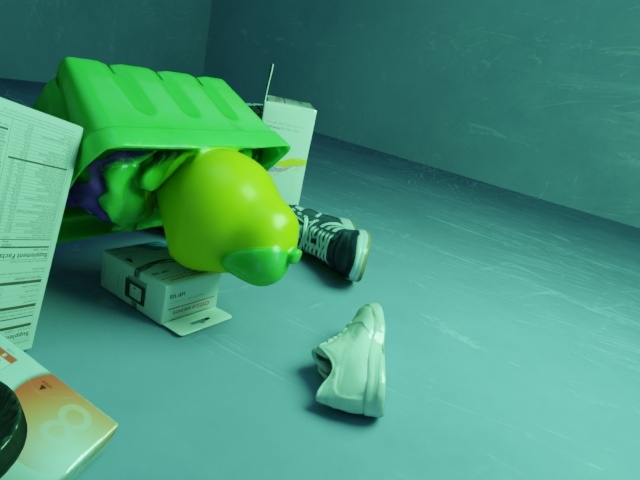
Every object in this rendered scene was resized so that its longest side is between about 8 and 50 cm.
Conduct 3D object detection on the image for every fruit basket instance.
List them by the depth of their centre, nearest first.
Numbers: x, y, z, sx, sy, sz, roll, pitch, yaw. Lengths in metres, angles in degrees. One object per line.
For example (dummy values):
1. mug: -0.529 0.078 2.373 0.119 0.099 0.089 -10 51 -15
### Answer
1. fruit basket: -0.197 -0.064 0.756 0.392 0.282 0.392 32 40 -32

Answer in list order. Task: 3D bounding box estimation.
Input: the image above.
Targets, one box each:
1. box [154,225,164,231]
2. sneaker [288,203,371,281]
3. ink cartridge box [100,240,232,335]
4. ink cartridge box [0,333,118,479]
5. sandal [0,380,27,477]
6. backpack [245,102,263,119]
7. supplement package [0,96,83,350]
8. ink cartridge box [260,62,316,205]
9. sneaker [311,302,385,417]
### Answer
1. box: -0.274 -0.098 1.053 0.232 0.059 0.184 17 57 16
2. sneaker: 0.000 0.000 1.008 0.153 0.099 0.282 14 11 -10
3. ink cartridge box: -0.220 0.063 0.748 0.180 0.060 0.104 22 20 30
4. ink cartridge box: -0.269 0.158 0.390 0.145 0.045 0.179 35 19 5
5. sandal: -0.411 0.085 0.303 0.444 0.107 0.168 10 27 1
6. backpack: -0.251 -0.307 1.588 0.253 0.226 0.191 0 -1 -20
7. supplement package: -0.406 -0.027 0.506 0.199 0.263 0.198 14 2 10
8. ink cartridge box: -0.090 -0.219 1.200 0.119 0.354 0.207 9 19 -9
9. sneaker: 0.036 0.141 0.669 0.094 0.080 0.212 1 19 5
